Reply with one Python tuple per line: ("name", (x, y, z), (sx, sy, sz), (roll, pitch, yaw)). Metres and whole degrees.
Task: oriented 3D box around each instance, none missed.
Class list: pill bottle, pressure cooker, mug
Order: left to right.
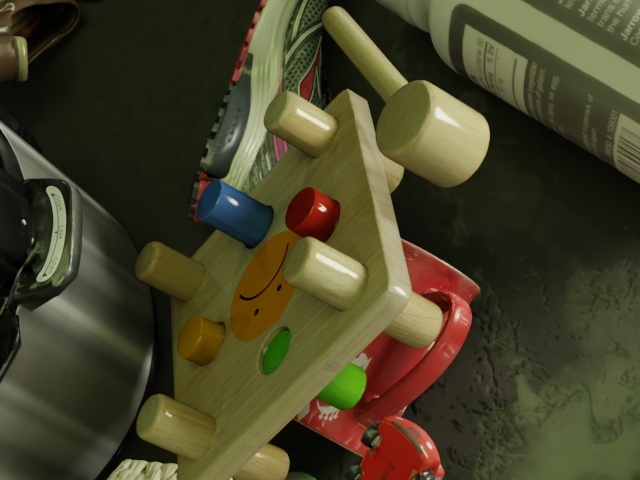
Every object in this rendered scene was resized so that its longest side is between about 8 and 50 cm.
("pressure cooker", (-0.359, 0.048, 1.186), (0.375, 0.420, 0.370), (41, 87, 27))
("mug", (0.044, 0.086, 1.197), (0.113, 0.150, 0.169), (29, 85, 0))
("pill bottle", (0.221, -0.192, 1.210), (0.361, 0.204, 0.204), (36, 84, 26))

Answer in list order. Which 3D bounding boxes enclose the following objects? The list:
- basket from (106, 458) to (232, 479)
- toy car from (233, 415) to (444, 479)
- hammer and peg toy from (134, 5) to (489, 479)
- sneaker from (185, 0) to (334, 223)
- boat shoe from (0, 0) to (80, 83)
("basket", (-0.144, 0.265, 1.168), (0.103, 0.113, 0.167), (7, 34, 28))
("toy car", (0.020, 0.226, 1.166), (0.225, 0.053, 0.239), (11, 115, 43))
("hammer and peg toy", (0.000, 0.000, 1.122), (0.361, 0.127, 0.266), (-47, 31, 26))
("sneaker", (-0.028, -0.136, 1.334), (0.112, 0.121, 0.299), (20, 74, -6))
("boat shoe", (-0.320, -0.186, 1.391), (0.095, 0.095, 0.257), (20, 42, 17))
